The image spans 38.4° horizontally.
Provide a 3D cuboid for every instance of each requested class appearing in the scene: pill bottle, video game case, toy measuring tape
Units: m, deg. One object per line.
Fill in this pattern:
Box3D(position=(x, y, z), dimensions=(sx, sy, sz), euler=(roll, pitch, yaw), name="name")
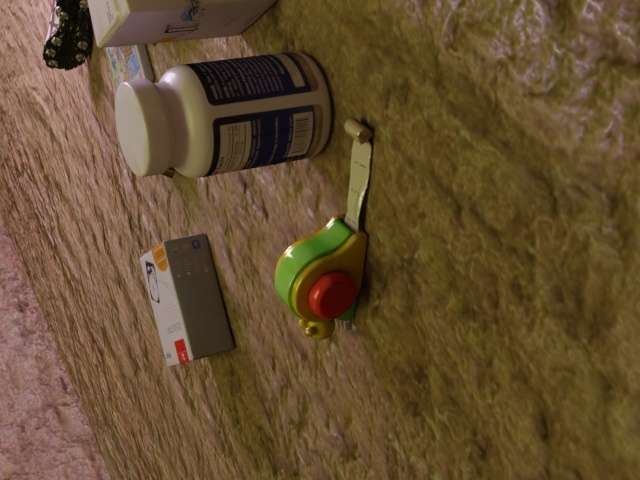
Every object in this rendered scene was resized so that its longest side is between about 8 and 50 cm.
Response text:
Box3D(position=(-0.132, -0.168, 1.244), dimensions=(0.153, 0.264, 0.153), euler=(33, 129, 53), name="pill bottle")
Box3D(position=(-0.408, -0.399, 1.918), dimensions=(0.193, 0.023, 0.212), euler=(-27, 78, 61), name="video game case")
Box3D(position=(0.000, 0.000, 1.234), dimensions=(0.121, 0.121, 0.330), euler=(44, 138, 46), name="toy measuring tape")

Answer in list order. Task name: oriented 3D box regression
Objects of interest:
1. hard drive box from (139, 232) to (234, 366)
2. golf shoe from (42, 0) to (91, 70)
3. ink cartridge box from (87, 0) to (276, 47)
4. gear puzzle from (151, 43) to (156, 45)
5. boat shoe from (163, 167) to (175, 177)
Box3D(position=(-0.264, 0.120, 1.801), dimensions=(0.181, 0.089, 0.232), euler=(-27, 78, 62), name="hard drive box")
Box3D(position=(-0.583, -0.510, 2.142), dimensions=(0.273, 0.105, 0.120), euler=(125, 142, -48), name="golf shoe")
Box3D(position=(-0.212, -0.392, 1.333), dimensions=(0.168, 0.232, 0.171), euler=(-16, 87, 62), name="ink cartridge box")
Box3D(position=(-0.316, -0.536, 1.680), dimensions=(0.175, 0.044, 0.339), euler=(-46, 58, 60), name="gear puzzle")
Box3D(position=(-0.330, -0.181, 1.837), dimensions=(0.178, 0.064, 0.060), euler=(36, 102, 49), name="boat shoe")
